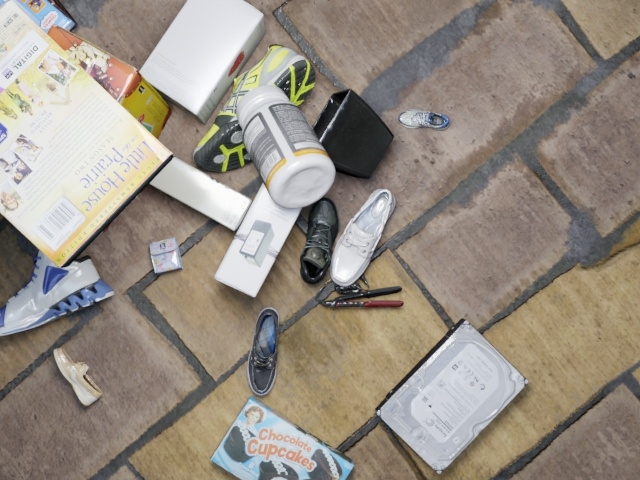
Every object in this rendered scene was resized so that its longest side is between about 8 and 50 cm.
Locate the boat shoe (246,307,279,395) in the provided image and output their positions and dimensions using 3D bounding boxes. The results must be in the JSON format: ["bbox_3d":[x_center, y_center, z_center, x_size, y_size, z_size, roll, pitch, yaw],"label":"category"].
[{"bbox_3d":[-0.142,0.288,1.947,0.080,0.076,0.228,11,90,-2],"label":"boat shoe"}]

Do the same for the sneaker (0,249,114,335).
[{"bbox_3d":[-0.698,0.116,1.911,0.315,0.127,0.182,-22,87,-9],"label":"sneaker"}]

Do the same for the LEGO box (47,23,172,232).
[{"bbox_3d":[-0.538,-0.220,1.719,0.193,0.500,0.372,29,89,-3],"label":"LEGO box"}]

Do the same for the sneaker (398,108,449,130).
[{"bbox_3d":[0.271,-0.317,1.968,0.135,0.058,0.052,3,90,-2],"label":"sneaker"}]

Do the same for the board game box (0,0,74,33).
[{"bbox_3d":[-0.699,-0.509,1.737,0.211,0.039,0.160,41,89,-2],"label":"board game box"}]

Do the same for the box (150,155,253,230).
[{"bbox_3d":[-0.310,-0.127,1.922,0.275,0.113,0.094,30,89,-3],"label":"box"}]

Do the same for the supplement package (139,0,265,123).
[{"bbox_3d":[-0.287,-0.466,1.886,0.175,0.177,0.293,34,90,-2],"label":"supplement package"}]

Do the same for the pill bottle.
[{"bbox_3d":[-0.088,-0.221,1.755,0.162,0.162,0.278,-26,57,-2],"label":"pill bottle"}]

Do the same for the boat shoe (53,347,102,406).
[{"bbox_3d":[-0.617,0.339,1.940,0.059,0.063,0.170,-30,101,-4],"label":"boat shoe"}]

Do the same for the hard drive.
[{"bbox_3d":[0.339,0.403,1.974,0.339,0.064,0.237,-45,91,-1],"label":"hard drive"}]

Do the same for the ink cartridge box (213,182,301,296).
[{"bbox_3d":[-0.148,-0.008,1.884,0.114,0.198,0.273,28,90,-3],"label":"ink cartridge box"}]

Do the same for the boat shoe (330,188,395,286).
[{"bbox_3d":[0.102,-0.013,1.939,0.098,0.096,0.277,26,87,7],"label":"boat shoe"}]

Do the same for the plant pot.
[{"bbox_3d":[0.072,-0.252,1.907,0.167,0.188,0.187,30,89,-14],"label":"plant pot"}]

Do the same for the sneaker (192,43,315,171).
[{"bbox_3d":[-0.181,-0.331,1.932,0.384,0.145,0.147,-43,55,6],"label":"sneaker"}]

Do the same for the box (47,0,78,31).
[{"bbox_3d":[-0.734,-0.566,1.856,0.167,0.203,0.168,-39,91,-1],"label":"box"}]

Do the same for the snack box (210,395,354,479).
[{"bbox_3d":[-0.097,0.566,1.958,0.322,0.060,0.187,32,89,-2],"label":"snack box"}]

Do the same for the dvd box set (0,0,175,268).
[{"bbox_3d":[-0.533,-0.199,1.438,0.420,0.062,0.307,43,88,-3],"label":"dvd box set"}]

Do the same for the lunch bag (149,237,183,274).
[{"bbox_3d":[-0.398,0.039,1.949,0.071,0.053,0.083,-12,82,-3],"label":"lunch bag"}]

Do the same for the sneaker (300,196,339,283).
[{"bbox_3d":[0.000,0.000,1.926,0.087,0.130,0.228,14,88,-4],"label":"sneaker"}]

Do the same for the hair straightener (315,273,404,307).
[{"bbox_3d":[0.100,0.134,1.980,0.230,0.047,0.089,-4,69,3],"label":"hair straightener"}]
